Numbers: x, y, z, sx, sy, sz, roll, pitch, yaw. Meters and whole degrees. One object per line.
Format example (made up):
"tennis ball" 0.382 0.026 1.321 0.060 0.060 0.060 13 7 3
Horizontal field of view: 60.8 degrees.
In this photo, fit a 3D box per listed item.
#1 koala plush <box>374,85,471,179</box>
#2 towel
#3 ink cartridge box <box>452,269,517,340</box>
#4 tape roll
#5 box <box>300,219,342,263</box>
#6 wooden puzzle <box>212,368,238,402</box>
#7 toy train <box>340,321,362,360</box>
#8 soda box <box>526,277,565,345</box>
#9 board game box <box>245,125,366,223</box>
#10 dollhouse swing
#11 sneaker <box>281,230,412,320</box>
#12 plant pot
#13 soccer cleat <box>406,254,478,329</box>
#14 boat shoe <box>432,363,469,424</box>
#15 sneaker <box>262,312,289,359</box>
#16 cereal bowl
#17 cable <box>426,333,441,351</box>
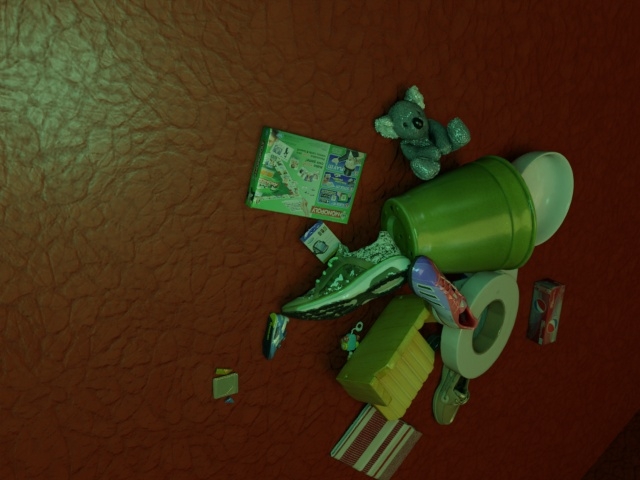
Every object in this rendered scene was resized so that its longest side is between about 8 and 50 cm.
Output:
"koala plush" 0.278 -0.318 1.591 0.221 0.203 0.196 42 94 -14
"towel" 0.207 0.737 1.984 0.329 0.037 0.237 39 86 -34
"ink cartridge box" 0.585 0.249 2.029 0.330 0.071 0.323 -11 114 -27
"tape roll" 0.558 0.287 1.895 0.392 0.072 0.391 -18 118 -39
"box" 0.000 0.000 1.577 0.081 0.028 0.136 -44 132 -3
"wooden puzzle" -0.275 0.418 1.578 0.079 0.014 0.116 1 106 -28
"toy train" 0.122 0.346 1.788 0.125 0.046 0.166 -44 122 -27
"soda box" 0.930 0.296 2.254 0.092 0.083 0.263 -11 113 -29
"board game box" -0.035 -0.172 1.500 0.318 0.046 0.213 9 103 -34
"dollhouse swing" 0.284 0.397 1.724 0.305 0.315 0.346 45 66 -12
"sneaker" 0.066 0.104 1.585 0.411 0.181 0.158 -25 152 10
"plant pot" 0.387 -0.048 1.653 0.353 0.366 0.366 -13 114 -16
"soccer cleat" 0.344 0.149 1.520 0.108 0.117 0.318 -55 133 -17
"boat shoe" 0.510 0.580 2.078 0.109 0.098 0.302 1 106 -33
"sneaker" -0.129 0.283 1.598 0.059 0.053 0.144 8 103 -36
"cereal bowl" 0.730 -0.156 1.932 0.339 0.141 0.338 -11 113 -28
"cable" 0.340 0.453 1.942 0.287 0.072 0.139 -29 120 -21
